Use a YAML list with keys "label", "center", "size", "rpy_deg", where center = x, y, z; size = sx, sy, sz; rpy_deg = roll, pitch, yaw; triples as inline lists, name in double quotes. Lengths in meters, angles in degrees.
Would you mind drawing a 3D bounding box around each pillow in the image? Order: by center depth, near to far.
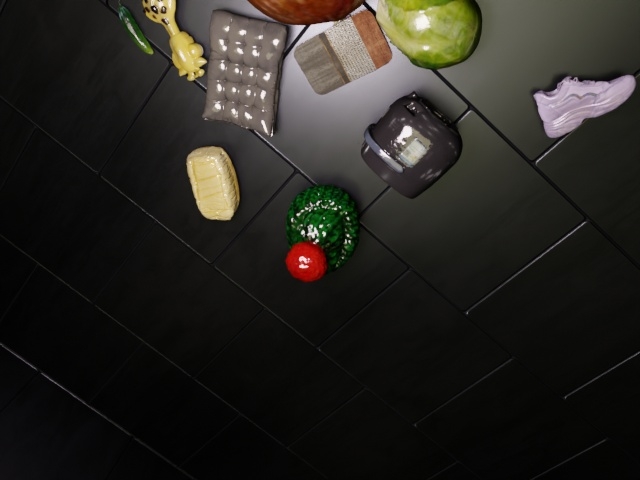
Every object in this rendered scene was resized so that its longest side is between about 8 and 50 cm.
- label: "pillow"
  center: [-0.218, -0.479, 1.562]
  size: [0.228, 0.101, 0.326]
  rpy_deg: [15, 116, 5]

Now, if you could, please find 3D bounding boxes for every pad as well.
- label: "pad"
  center: [0.099, -0.454, 1.536]
  size: [0.250, 0.055, 0.323]
  rpy_deg: [-22, 105, 20]

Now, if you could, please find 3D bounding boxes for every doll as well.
- label: "doll"
  center: [-0.421, -0.606, 1.543]
  size: [0.117, 0.086, 0.291]
  rpy_deg: [-16, 110, 34]

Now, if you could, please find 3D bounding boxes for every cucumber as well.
- label: "cucumber"
  center: [-0.554, -0.624, 1.586]
  size: [0.039, 0.039, 0.167]
  rpy_deg: [-23, 112, 20]

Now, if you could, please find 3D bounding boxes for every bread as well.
- label: "bread"
  center: [-0.340, -0.185, 1.726]
  size: [0.140, 0.106, 0.236]
  rpy_deg: [-4, 116, 12]

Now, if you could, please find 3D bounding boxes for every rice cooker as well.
- label: "rice cooker"
  center: [0.254, -0.269, 1.494]
  size: [0.267, 0.267, 0.224]
  rpy_deg: [37, 116, -8]

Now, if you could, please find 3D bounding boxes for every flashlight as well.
- label: "flashlight"
  center: [0.040, -0.584, 1.495]
  size: [0.052, 0.031, 0.110]
  rpy_deg: [29, 118, -5]

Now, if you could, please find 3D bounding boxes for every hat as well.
- label: "hat"
  center: [0.000, 0.000, 1.627]
  size: [0.242, 0.332, 0.274]
  rpy_deg: [-14, 115, 19]

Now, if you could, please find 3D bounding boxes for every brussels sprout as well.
- label: "brussels sprout"
  center: [0.272, -0.557, 1.368]
  size: [0.272, 0.219, 0.210]
  rpy_deg: [28, 129, 19]

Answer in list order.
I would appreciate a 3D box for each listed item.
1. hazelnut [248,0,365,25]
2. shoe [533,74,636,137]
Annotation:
- label: "hazelnut"
  center: [-0.040, -0.713, 1.285]
  size: [0.421, 0.352, 0.420]
  rpy_deg: [0, 150, 0]
- label: "shoe"
  center: [0.700, -0.389, 1.433]
  size: [0.245, 0.095, 0.137]
  rpy_deg: [-28, 111, 29]
